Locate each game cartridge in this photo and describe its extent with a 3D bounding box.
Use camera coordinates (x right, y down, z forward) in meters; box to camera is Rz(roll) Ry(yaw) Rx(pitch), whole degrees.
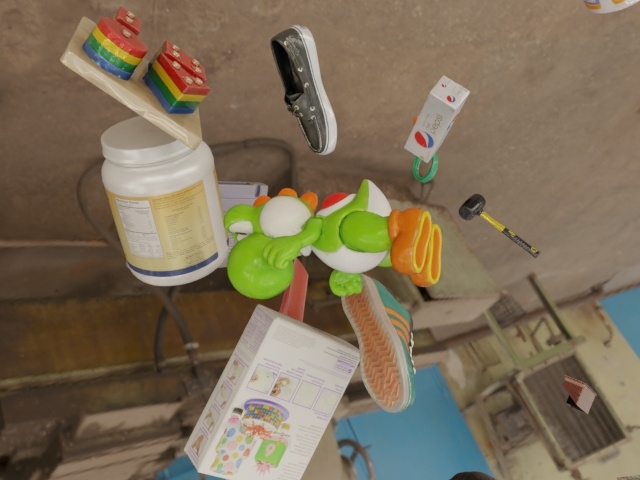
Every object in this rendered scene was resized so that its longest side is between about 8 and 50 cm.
[{"bbox_3d":[-0.309,-0.038,1.652,0.355,0.068,0.230,-2,112,-36],"label":"game cartridge"}]

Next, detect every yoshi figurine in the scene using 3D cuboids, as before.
[{"bbox_3d":[-0.002,0.028,1.049,0.203,0.362,0.203,-48,137,-53],"label":"yoshi figurine"}]

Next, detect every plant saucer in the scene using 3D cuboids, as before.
[{"bbox_3d":[-0.080,0.217,1.627,0.048,0.258,0.259,13,131,-6],"label":"plant saucer"}]

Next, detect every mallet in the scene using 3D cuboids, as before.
[{"bbox_3d":[0.373,-0.023,1.367,0.062,0.189,0.039,-32,157,-33],"label":"mallet"}]

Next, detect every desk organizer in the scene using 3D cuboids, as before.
[{"bbox_3d":[0.568,0.343,1.443,0.130,0.047,0.050,36,77,-51],"label":"desk organizer"}]

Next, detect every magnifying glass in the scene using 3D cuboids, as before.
[{"bbox_3d":[0.301,-0.273,1.926,0.026,0.231,0.092,14,145,-30],"label":"magnifying glass"}]

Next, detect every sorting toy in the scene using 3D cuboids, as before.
[{"bbox_3d":[-0.310,-0.311,1.170,0.257,0.255,0.089,33,108,-28],"label":"sorting toy"}]

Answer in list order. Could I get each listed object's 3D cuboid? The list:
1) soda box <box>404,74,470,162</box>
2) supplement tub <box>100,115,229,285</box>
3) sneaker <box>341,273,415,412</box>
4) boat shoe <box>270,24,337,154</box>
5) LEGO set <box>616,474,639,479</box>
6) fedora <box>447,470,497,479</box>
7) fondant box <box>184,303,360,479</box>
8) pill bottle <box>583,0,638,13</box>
[{"bbox_3d":[0.266,-0.277,1.513,0.069,0.074,0.216,-52,171,-27],"label":"soda box"},{"bbox_3d":[-0.326,-0.089,1.377,0.228,0.228,0.316,-17,123,-18],"label":"supplement tub"},{"bbox_3d":[0.137,0.192,1.254,0.121,0.302,0.108,18,130,-33],"label":"sneaker"},{"bbox_3d":[-0.020,-0.156,0.699,0.040,0.049,0.142,-29,116,-31],"label":"boat shoe"},{"bbox_3d":[0.655,0.453,1.113,0.182,0.060,0.244,-5,177,-4],"label":"LEGO set"},{"bbox_3d":[0.319,0.571,1.329,0.334,0.152,0.334,-36,180,0],"label":"fedora"},{"bbox_3d":[-0.091,0.325,1.322,0.238,0.096,0.330,28,87,-33],"label":"fondant box"},{"bbox_3d":[0.588,-0.628,1.350,0.152,0.152,0.272,-31,120,9],"label":"pill bottle"}]
